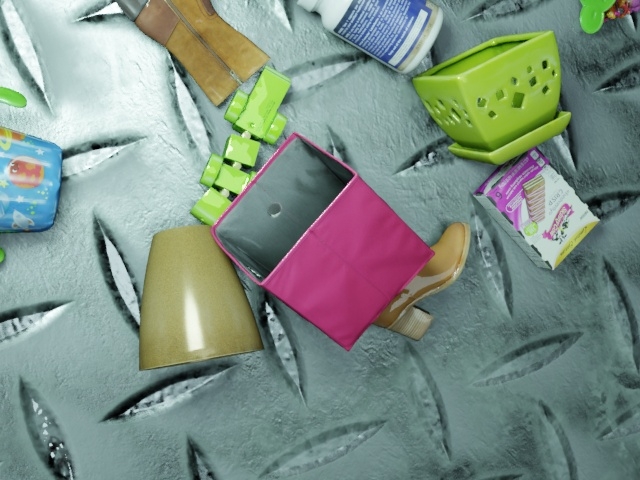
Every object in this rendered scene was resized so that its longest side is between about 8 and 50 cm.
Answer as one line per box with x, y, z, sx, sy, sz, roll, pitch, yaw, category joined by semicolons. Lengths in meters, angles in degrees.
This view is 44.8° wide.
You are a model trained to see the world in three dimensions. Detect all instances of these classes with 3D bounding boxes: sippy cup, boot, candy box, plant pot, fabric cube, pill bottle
-0.586;-0.108;1.389;0.224;0.305;0.240;8;64;-24;sippy cup
0.170;0.046;1.629;0.220;0.109;0.283;29;91;-6;boot
0.470;-0.072;1.688;0.159;0.071;0.233;-46;103;-6;candy box
-0.199;-0.436;1.470;0.264;0.096;0.280;-46;111;2;boot
0.354;-0.282;1.574;0.228;0.227;0.207;-28;107;-9;plant pot
0.000;0.000;1.451;0.259;0.254;0.258;-49;128;0;fabric cube
0.097;-0.455;1.532;0.265;0.153;0.153;27;89;-14;pill bottle
-0.243;0.105;1.485;0.237;0.237;0.254;-8;82;-12;plant pot

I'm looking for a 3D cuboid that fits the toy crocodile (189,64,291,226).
-0.155;-0.184;1.536;0.115;0.105;0.340;23;85;-15;toy crocodile

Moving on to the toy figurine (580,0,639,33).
0.659;-0.538;1.681;0.159;0.130;0.173;-8;118;-21;toy figurine
